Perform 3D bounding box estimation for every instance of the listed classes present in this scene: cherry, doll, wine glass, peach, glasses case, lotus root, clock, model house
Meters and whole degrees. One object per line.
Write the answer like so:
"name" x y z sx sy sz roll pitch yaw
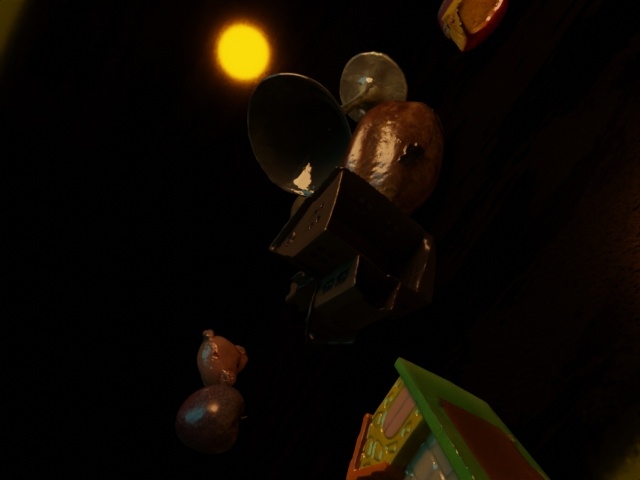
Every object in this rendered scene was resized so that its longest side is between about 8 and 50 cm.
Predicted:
"cherry" -0.269 0.434 1.049 0.176 0.175 0.140 -83 -4 -59
"doll" -0.313 0.417 1.369 0.201 0.156 0.303 61 153 28
"wine glass" 0.049 -0.308 1.015 0.406 0.267 0.267 -45 0 -44
"peach" 0.336 -0.495 0.915 0.151 0.118 0.152 -13 -90 -88
"glasses case" 0.370 -0.610 1.118 0.123 0.075 0.317 -49 17 35
"lotus root" 0.135 -0.132 0.791 0.193 0.193 0.291 -38 20 57
"clock" 0.065 0.261 0.308 0.255 0.106 0.220 -58 13 7
"model house" 0.019 0.065 0.656 0.243 0.211 0.205 -39 22 44

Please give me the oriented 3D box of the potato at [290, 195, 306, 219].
"potato" -0.002 -0.074 1.181 0.174 0.159 0.251 -37 15 -27
